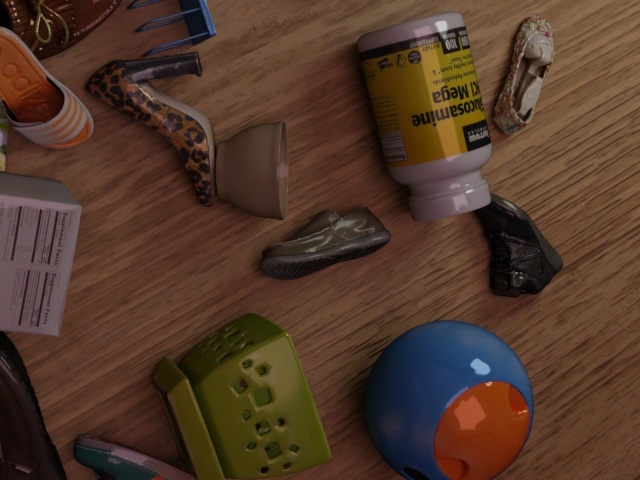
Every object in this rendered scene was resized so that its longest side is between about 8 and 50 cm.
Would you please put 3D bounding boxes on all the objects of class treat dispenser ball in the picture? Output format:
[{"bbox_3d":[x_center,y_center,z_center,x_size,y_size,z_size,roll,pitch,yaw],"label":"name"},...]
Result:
[{"bbox_3d":[0.217,0.280,1.833,0.288,0.288,0.288,-1,92,-23],"label":"treat dispenser ball"}]

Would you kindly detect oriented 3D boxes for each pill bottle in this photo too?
[{"bbox_3d":[0.190,-0.211,1.858,0.188,0.188,0.334,-18,99,-22],"label":"pill bottle"}]

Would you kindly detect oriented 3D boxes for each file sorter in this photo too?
[{"bbox_3d":[-0.251,-0.387,1.701,0.104,0.118,0.170,-20,100,-18],"label":"file sorter"}]

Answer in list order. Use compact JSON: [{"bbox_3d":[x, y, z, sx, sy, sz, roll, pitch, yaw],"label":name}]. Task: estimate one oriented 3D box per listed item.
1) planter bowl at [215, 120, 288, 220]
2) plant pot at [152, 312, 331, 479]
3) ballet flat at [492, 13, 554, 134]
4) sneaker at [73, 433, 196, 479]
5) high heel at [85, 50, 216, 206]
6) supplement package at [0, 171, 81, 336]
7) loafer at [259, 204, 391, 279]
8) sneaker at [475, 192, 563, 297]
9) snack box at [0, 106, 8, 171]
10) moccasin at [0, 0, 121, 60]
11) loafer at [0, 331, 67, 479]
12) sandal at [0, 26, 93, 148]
[{"bbox_3d":[-0.113,-0.114,1.762,0.109,0.162,0.162,0,92,4],"label":"planter bowl"},{"bbox_3d":[-0.138,0.265,1.721,0.207,0.227,0.228,-20,100,-15],"label":"plant pot"},{"bbox_3d":[0.393,-0.310,2.002,0.091,0.077,0.241,19,84,-22],"label":"ballet flat"},{"bbox_3d":[-0.273,0.411,1.725,0.302,0.108,0.121,31,76,-23],"label":"sneaker"},{"bbox_3d":[-0.268,-0.169,1.740,0.186,0.093,0.261,-9,109,0],"label":"high heel"},{"bbox_3d":[-0.503,0.006,1.546,0.262,0.199,0.198,8,100,-24],"label":"supplement package"},{"bbox_3d":[0.000,0.000,1.848,0.251,0.094,0.087,-14,73,-31],"label":"loafer"},{"bbox_3d":[0.344,0.019,1.987,0.227,0.087,0.130,48,68,-23],"label":"sneaker"},{"bbox_3d":[-0.547,-0.158,1.625,0.141,0.037,0.100,3,90,-23],"label":"snack box"},{"bbox_3d":[-0.465,-0.330,1.594,0.380,0.147,0.139,-21,100,-21],"label":"moccasin"},{"bbox_3d":[-0.471,0.291,1.588,0.130,0.134,0.366,-19,116,-14],"label":"loafer"},{"bbox_3d":[-0.426,-0.202,1.589,0.102,0.076,0.265,-33,143,2],"label":"sandal"}]
